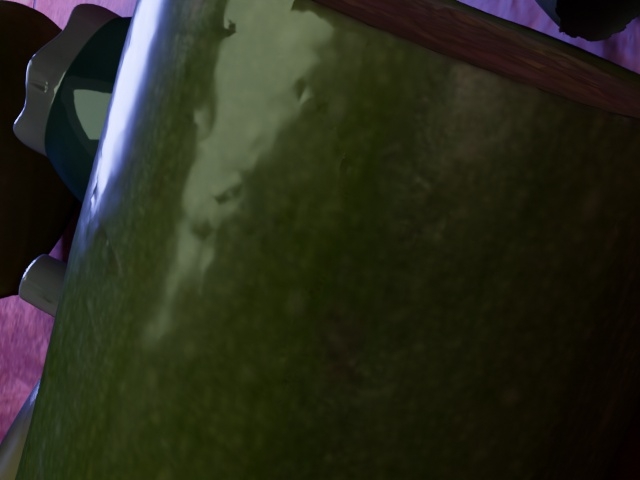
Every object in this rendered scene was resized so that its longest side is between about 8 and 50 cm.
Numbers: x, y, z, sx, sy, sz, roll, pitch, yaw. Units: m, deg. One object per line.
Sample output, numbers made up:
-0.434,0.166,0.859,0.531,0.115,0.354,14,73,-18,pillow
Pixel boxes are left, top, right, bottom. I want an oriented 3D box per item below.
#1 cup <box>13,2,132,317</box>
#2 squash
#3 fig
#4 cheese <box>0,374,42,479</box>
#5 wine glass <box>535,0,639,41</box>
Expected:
-0.103,-0.072,0.797,0.300,0.173,0.167,-59,-8,-27,cup
-0.001,0.079,0.549,0.263,0.263,0.385,45,121,56,squash
-0.375,-0.088,1.258,0.316,0.316,0.316,-27,57,55,fig
-0.176,0.178,0.865,0.316,0.128,0.259,-62,-8,21,cheese
0.106,-0.202,0.645,0.074,0.074,0.262,-56,39,36,wine glass
